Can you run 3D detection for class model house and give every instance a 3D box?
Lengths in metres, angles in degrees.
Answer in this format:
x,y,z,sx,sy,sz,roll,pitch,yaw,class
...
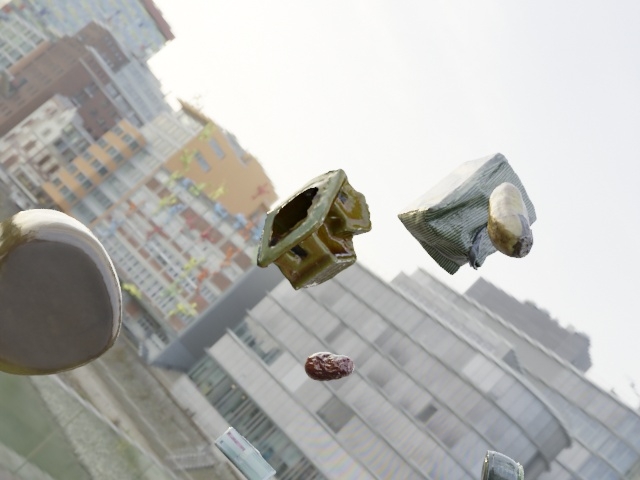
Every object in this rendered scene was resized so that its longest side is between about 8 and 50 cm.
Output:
x,y,z,sx,sy,sz,roll,pitch,yaw,class
0.009,-0.003,1.843,0.239,0.268,0.173,47,15,-35,model house

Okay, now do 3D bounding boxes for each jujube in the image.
x,y,z,sx,sy,sz,roll,pitch,yaw,class
0.024,0.318,1.996,0.129,0.077,0.077,-7,-43,26,jujube

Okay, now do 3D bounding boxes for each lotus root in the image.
x,y,z,sx,sy,sz,roll,pitch,yaw,class
0.434,-0.043,1.817,0.110,0.097,0.258,59,24,-26,lotus root

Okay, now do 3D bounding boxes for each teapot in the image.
x,y,z,sx,sy,sz,roll,pitch,yaw,class
0.398,0.529,1.727,0.090,0.124,0.092,8,-2,9,teapot

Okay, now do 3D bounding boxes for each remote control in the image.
x,y,z,sx,sy,sz,roll,pitch,yaw,class
-0.183,0.523,1.910,0.166,0.065,0.029,39,-23,26,remote control

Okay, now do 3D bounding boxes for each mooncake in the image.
x,y,z,sx,sy,sz,roll,pitch,yaw,class
-0.395,0.082,1.141,0.235,0.235,0.117,55,-12,-32,mooncake

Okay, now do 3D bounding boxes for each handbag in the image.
x,y,z,sx,sy,sz,roll,pitch,yaw,class
0.414,-0.068,2.185,0.240,0.340,0.247,57,-24,-6,handbag
